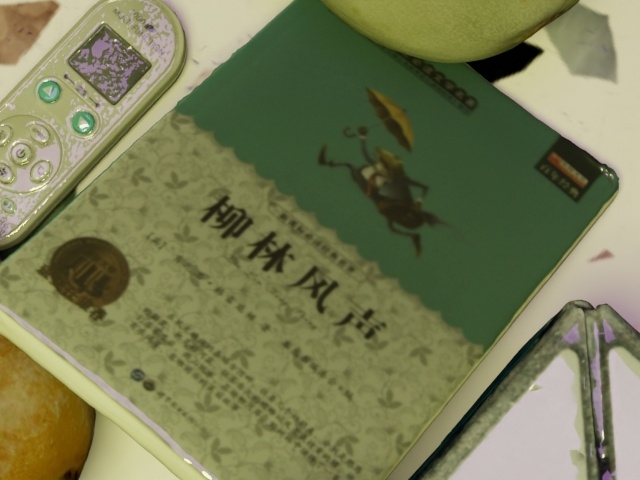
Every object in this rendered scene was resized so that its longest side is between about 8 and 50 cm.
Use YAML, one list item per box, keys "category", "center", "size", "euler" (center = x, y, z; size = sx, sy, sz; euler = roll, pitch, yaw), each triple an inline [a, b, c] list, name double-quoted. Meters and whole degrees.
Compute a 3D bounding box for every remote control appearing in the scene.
- category: "remote control"
  center: [-0.181, -0.082, 1.151]
  size: [0.078, 0.042, 0.221]
  euler: [42, 83, 9]

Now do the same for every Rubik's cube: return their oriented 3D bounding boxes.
- category: "Rubik's cube"
  center: [0.154, 0.214, 0.987]
  size: [0.255, 0.259, 0.260]
  euler: [44, 81, 7]

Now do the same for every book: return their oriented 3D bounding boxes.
- category: "book"
  center: [0.000, 0.000, 1.055]
  size: [0.264, 0.031, 0.379]
  euler: [38, 57, 7]

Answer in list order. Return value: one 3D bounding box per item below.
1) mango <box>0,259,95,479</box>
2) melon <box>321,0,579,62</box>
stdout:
- category: "mango"
  center: [-0.312, 0.068, 1.051]
  size: [0.384, 0.199, 0.221]
  euler: [32, 84, 8]
- category: "melon"
  center: [0.066, -0.269, 1.067]
  size: [0.272, 0.272, 0.308]
  euler: [-5, 74, 1]
